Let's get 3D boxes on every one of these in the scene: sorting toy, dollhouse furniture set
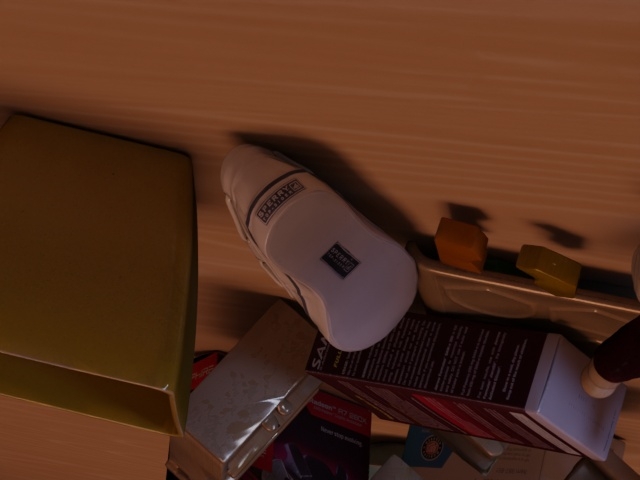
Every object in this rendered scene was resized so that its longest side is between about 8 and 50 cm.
[{"bbox_3d":[0.180,0.045,1.582,0.229,0.041,0.307,15,166,12],"label":"sorting toy"},{"bbox_3d":[0.046,0.271,1.952,0.394,0.362,0.256,41,166,7],"label":"dollhouse furniture set"}]

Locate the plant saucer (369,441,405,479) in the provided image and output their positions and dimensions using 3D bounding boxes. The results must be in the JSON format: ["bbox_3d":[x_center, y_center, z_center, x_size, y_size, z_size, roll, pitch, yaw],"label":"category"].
[{"bbox_3d":[0.178,0.312,2.552,0.317,0.044,0.317,13,166,3],"label":"plant saucer"}]

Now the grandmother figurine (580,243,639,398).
[{"bbox_3d":[0.286,0.074,1.411,0.208,0.104,0.342,-28,152,5],"label":"grandmother figurine"}]

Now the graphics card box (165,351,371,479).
[{"bbox_3d":[-0.062,0.329,2.198,0.233,0.371,0.094,25,146,-33],"label":"graphics card box"}]

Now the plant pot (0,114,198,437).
[{"bbox_3d":[-0.190,0.023,1.537,0.212,0.187,0.212,13,165,2],"label":"plant pot"}]

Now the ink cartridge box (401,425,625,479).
[{"bbox_3d":[0.180,0.343,2.139,0.129,0.307,0.223,25,162,-36],"label":"ink cartridge box"}]

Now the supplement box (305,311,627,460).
[{"bbox_3d":[0.122,0.118,1.694,0.239,0.073,0.130,7,161,37],"label":"supplement box"}]

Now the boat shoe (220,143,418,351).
[{"bbox_3d":[0.000,0.000,1.500,0.084,0.095,0.258,46,174,31],"label":"boat shoe"}]
